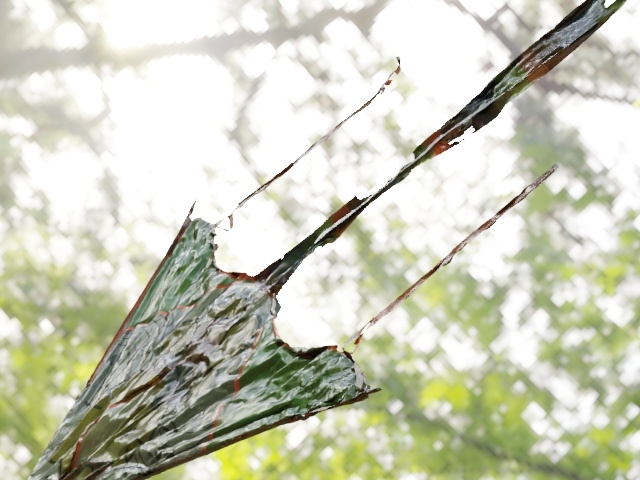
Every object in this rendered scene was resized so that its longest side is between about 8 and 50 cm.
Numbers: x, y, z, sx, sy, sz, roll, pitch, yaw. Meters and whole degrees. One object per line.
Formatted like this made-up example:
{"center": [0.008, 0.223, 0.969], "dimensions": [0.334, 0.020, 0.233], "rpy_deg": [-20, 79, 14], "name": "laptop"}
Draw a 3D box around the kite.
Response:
{"center": [0.000, 0.000, 0.504], "dimensions": [0.006, 0.244, 0.198], "rpy_deg": [48, 1, -21], "name": "kite"}
